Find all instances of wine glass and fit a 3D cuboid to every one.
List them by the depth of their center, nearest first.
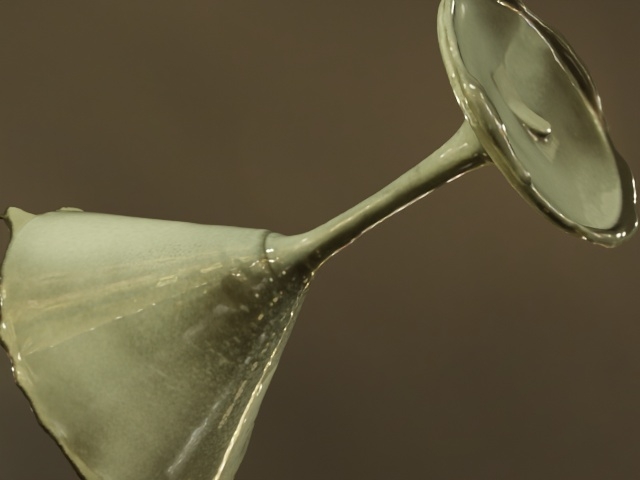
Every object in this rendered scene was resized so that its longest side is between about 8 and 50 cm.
[{"bbox_3d":[0.000,0.000,0.791,0.232,0.156,0.156,-32,-41,28],"label":"wine glass"}]
